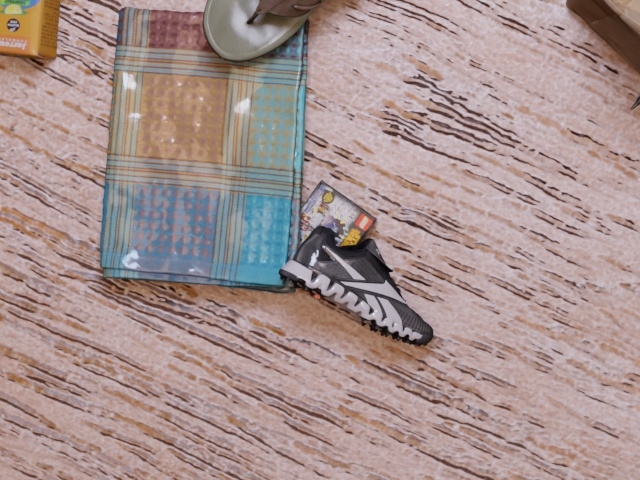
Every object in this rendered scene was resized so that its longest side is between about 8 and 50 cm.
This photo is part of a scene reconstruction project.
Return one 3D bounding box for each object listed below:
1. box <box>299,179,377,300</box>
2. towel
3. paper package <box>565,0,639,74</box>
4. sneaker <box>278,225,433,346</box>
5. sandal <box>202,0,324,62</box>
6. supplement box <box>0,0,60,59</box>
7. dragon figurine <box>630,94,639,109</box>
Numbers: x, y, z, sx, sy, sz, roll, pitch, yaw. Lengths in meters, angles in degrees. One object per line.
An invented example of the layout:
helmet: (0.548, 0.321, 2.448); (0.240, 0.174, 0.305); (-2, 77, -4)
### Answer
box: (0.000, 0.000, 1.852); (0.094, 0.027, 0.137); (35, 95, 0)
towel: (-0.155, -0.121, 1.835); (0.272, 0.040, 0.370); (4, 91, 7)
paper package: (0.473, -0.358, 1.652); (0.168, 0.309, 0.325); (44, 96, -2)
sneaker: (0.065, 0.056, 1.807); (0.234, 0.078, 0.106); (30, 83, -19)
sandal: (-0.025, -0.344, 1.753); (0.303, 0.086, 0.120); (-34, 92, 6)
supplement box: (-0.390, -0.361, 1.832); (0.078, 0.080, 0.233); (5, 96, 6)
dragon figurine: (0.552, -0.183, 1.741); (0.289, 0.144, 0.085); (11, 94, 3)
